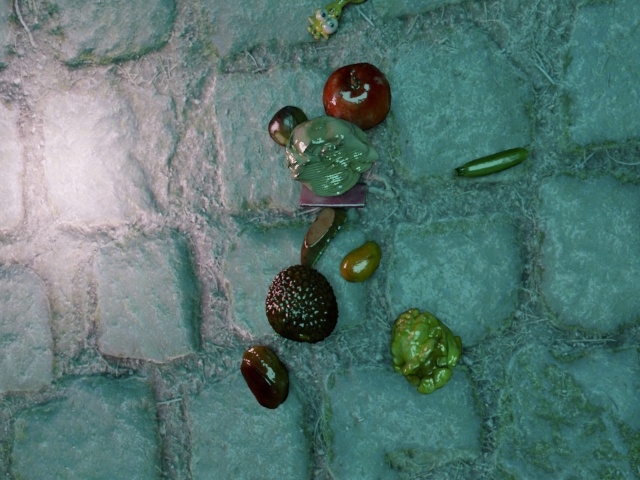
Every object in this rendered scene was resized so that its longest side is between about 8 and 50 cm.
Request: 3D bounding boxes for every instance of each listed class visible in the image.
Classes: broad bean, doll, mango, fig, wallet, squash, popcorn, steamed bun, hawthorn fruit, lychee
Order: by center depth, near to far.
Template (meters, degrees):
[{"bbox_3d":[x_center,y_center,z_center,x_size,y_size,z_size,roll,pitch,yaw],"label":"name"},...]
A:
[{"bbox_3d":[0.332,0.354,1.675,0.235,0.242,0.250,-44,81,7],"label":"popcorn"},{"bbox_3d":[0.120,-0.495,1.699,0.241,0.272,0.242,0,83,4],"label":"hawthorn fruit"},{"bbox_3d":[0.025,-0.302,1.701,0.268,0.280,0.207,-37,53,29],"label":"steamed bun"},{"bbox_3d":[-0.061,0.213,1.725,0.267,0.267,0.268,0,89,7],"label":"lychee"},{"bbox_3d":[0.584,-0.261,1.738,0.252,0.066,0.066,-15,87,8],"label":"squash"},{"bbox_3d":[0.146,0.081,1.779,0.165,0.089,0.115,-30,76,3],"label":"mango"},{"bbox_3d":[0.045,-0.160,1.793,0.232,0.025,0.119,1,50,7],"label":"wallet"},{"bbox_3d":[-0.194,0.481,1.796,0.156,0.122,0.229,-35,78,31],"label":"broad bean"},{"bbox_3d":[-0.080,-0.354,1.799,0.149,0.149,0.245,-35,96,5],"label":"fig"},{"bbox_3d":[0.071,-0.843,1.805,0.291,0.086,0.117,-44,114,6],"label":"doll"}]

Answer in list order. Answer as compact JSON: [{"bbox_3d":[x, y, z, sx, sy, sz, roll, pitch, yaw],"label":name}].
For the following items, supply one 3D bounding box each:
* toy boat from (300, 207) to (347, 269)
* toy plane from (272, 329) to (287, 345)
[{"bbox_3d":[-0.007,0.000,1.794,0.108,0.099,0.293,31,93,34],"label":"toy boat"},{"bbox_3d":[-0.132,0.337,1.834,0.083,0.033,0.080,-7,87,0],"label":"toy plane"}]
